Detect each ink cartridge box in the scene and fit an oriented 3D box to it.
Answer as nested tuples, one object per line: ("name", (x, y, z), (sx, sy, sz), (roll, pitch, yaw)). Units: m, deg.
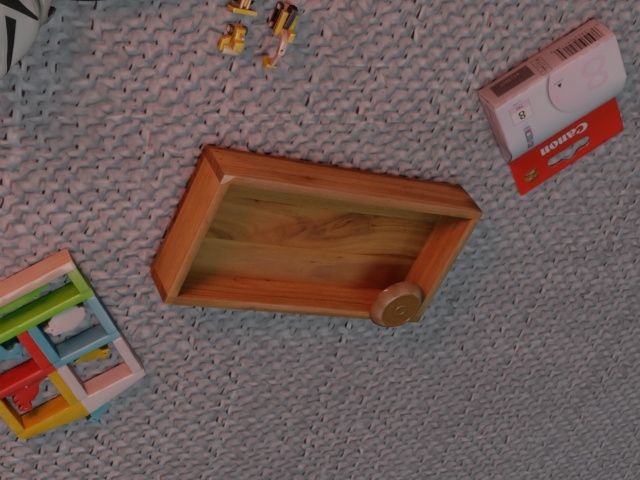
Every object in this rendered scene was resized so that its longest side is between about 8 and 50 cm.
("ink cartridge box", (0.336, -0.167, 1.670), (0.189, 0.066, 0.232), (-33, 133, 0))

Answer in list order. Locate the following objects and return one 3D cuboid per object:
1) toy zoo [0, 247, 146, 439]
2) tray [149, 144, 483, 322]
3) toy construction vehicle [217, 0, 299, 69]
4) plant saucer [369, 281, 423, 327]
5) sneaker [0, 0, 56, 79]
("toy zoo", (-0.351, 0.154, 1.579), (0.192, 0.030, 0.293), (-27, 136, -6))
("tray", (0.000, 0.000, 1.613), (0.411, 0.076, 0.203), (6, 124, -35))
("toy construction vehicle", (-0.068, -0.244, 1.380), (0.086, 0.035, 0.098), (8, 124, -34))
("plant saucer", (0.109, 0.094, 1.696), (0.083, 0.015, 0.083), (-16, 135, -17))
("sneaker", (-0.339, -0.248, 1.079), (0.330, 0.122, 0.146), (68, 39, -59))
